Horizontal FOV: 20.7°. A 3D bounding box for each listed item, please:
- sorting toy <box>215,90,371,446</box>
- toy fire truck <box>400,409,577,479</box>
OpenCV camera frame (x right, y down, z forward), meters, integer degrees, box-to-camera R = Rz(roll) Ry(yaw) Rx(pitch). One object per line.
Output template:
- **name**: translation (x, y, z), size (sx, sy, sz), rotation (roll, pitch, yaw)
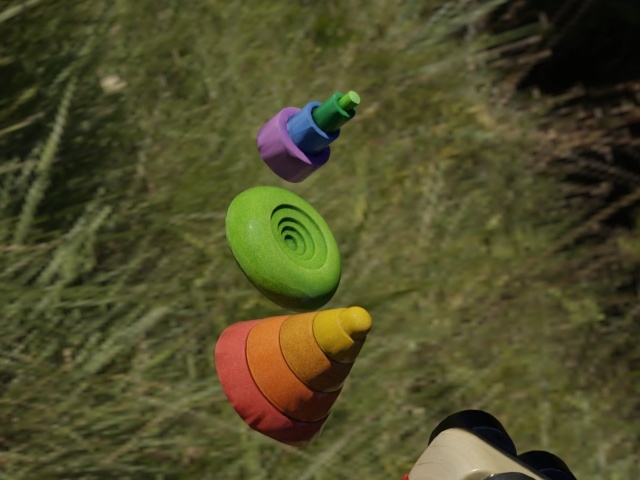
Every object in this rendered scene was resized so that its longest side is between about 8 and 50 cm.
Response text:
- **sorting toy**: translation (0.000, 0.000, 1.534), size (0.127, 0.126, 0.365), rotation (31, 41, -28)
- **toy fire truck**: translation (0.111, 0.274, 1.149), size (0.217, 0.158, 0.246), rotation (33, 101, -23)
